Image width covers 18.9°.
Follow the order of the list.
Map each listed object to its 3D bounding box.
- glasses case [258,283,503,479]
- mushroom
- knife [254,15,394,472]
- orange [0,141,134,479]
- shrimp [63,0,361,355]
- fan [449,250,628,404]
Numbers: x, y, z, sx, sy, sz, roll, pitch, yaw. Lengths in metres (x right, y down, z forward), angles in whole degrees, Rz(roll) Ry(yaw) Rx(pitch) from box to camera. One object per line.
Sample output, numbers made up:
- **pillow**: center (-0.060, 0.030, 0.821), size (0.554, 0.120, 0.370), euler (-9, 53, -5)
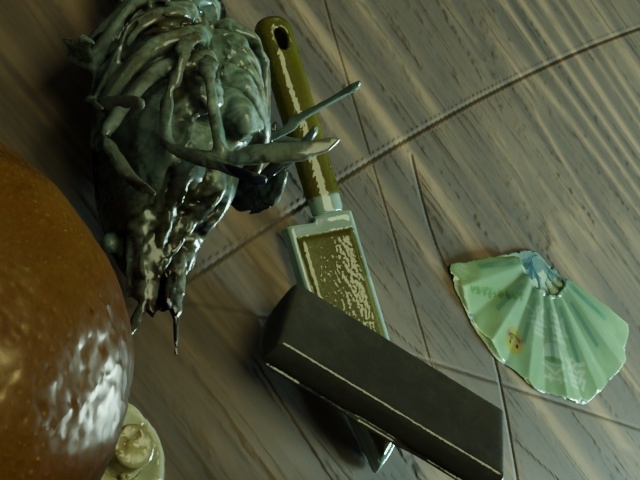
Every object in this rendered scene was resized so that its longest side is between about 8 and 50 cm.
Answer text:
- **glasses case**: center (0.045, 0.105, 1.327), size (0.190, 0.042, 0.072), euler (32, 28, -16)
- **mushroom**: center (-0.128, 0.131, 1.133), size (0.083, 0.067, 0.084), euler (18, 62, -37)
- **knife**: center (-0.001, 0.000, 1.388), size (0.061, 0.027, 0.343), euler (-11, 79, -35)
- **orange**: center (-0.224, 0.058, 0.922), size (0.264, 0.264, 0.264), euler (26, 51, -38)
- **shrimp**: center (-0.084, -0.119, 1.267), size (0.221, 0.166, 0.411), euler (26, 39, -35)
- **fan**: center (0.189, 0.069, 1.584), size (0.240, 0.009, 0.131), euler (17, 59, -43)
